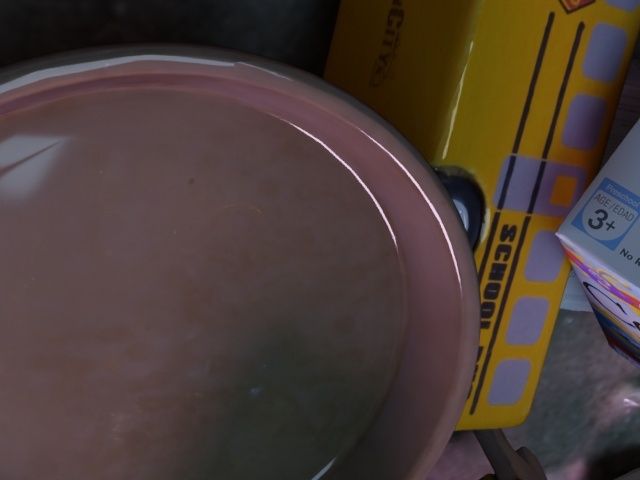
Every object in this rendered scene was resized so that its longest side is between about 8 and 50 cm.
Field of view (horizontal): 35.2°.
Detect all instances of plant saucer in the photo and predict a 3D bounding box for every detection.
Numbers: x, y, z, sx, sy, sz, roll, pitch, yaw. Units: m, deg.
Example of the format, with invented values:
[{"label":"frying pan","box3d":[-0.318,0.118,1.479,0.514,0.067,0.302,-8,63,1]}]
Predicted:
[{"label":"plant saucer","box3d":[-0.071,0.052,0.398,0.277,0.041,0.278,-8,120,-14]}]

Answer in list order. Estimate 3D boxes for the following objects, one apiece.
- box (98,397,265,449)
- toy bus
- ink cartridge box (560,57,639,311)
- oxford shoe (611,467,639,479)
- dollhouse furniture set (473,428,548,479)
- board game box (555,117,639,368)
[{"label":"box","box3d":[-0.215,0.175,0.555,0.312,0.179,0.343,0,120,-17]},{"label":"toy bus","box3d":[0.074,-0.078,0.498,0.130,0.108,0.333,5,104,-35]},{"label":"ink cartridge box","box3d":[0.156,-0.034,0.639,0.145,0.045,0.179,7,133,-22]},{"label":"oxford shoe","box3d":[0.332,0.355,0.869,0.169,0.130,0.449,-27,123,2]},{"label":"dollhouse furniture set","box3d":[0.046,0.319,0.716,0.374,0.152,0.201,-39,124,16]},{"label":"board game box","box3d":[0.238,0.016,0.533,0.142,0.144,0.275,-53,154,-1]}]
